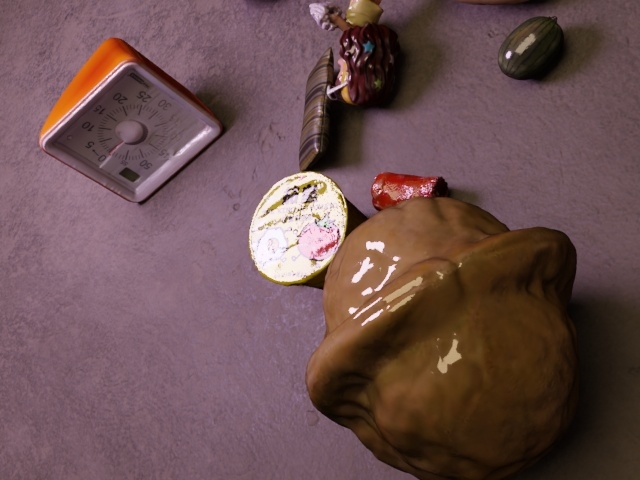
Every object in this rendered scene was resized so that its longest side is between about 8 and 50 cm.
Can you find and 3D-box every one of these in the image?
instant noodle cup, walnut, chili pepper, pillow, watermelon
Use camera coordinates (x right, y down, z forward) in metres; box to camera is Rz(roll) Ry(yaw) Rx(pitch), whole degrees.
[{"bbox_3d":[0.000,0.000,1.302,0.182,0.144,0.182,-12,67,30],"label":"instant noodle cup"},{"bbox_3d":[0.156,0.123,1.002,0.384,0.383,0.383,-13,65,30],"label":"walnut"},{"bbox_3d":[0.136,-0.071,1.286,0.123,0.073,0.070,11,36,35],"label":"chili pepper"},{"bbox_3d":[-0.006,-0.226,1.441,0.113,0.038,0.203,142,136,-66],"label":"pillow"},{"bbox_3d":[0.319,-0.291,1.243,0.111,0.078,0.078,-42,54,12],"label":"watermelon"}]

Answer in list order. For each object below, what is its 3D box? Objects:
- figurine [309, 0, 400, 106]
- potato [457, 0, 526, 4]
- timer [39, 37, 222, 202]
[{"bbox_3d":[0.071,-0.345,1.386,0.116,0.175,0.240,-4,88,31],"label":"figurine"},{"bbox_3d":[0.266,-0.456,1.306,0.234,0.146,0.150,18,125,24],"label":"potato"},{"bbox_3d":[-0.370,-0.219,1.576,0.250,0.257,0.161,-49,46,6],"label":"timer"}]
